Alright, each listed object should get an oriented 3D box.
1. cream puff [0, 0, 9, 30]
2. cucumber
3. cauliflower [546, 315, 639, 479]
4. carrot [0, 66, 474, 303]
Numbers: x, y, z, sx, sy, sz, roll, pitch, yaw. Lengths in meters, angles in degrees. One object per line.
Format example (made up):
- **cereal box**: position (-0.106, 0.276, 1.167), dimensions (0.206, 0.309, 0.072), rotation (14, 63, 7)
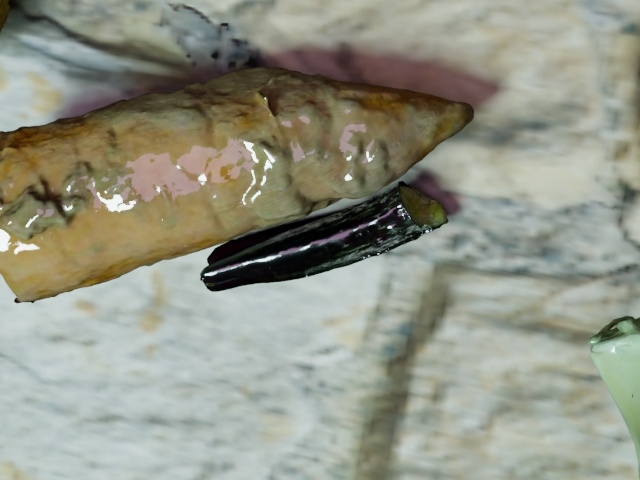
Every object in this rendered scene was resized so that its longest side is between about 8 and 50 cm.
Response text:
- **cream puff**: position (-0.217, -0.162, 0.761), dimensions (0.126, 0.103, 0.144), rotation (14, 96, 9)
- **cucumber**: position (0.001, 0.002, 0.745), dimensions (0.134, 0.033, 0.034), rotation (-20, 120, 17)
- **cauliflower**: position (0.181, 0.153, 0.588), dimensions (0.281, 0.260, 0.327), rotation (41, 147, 35)
- **carrot**: position (-0.049, -0.037, 0.734), dimensions (0.263, 0.102, 0.102), rotation (-11, 90, 12)
